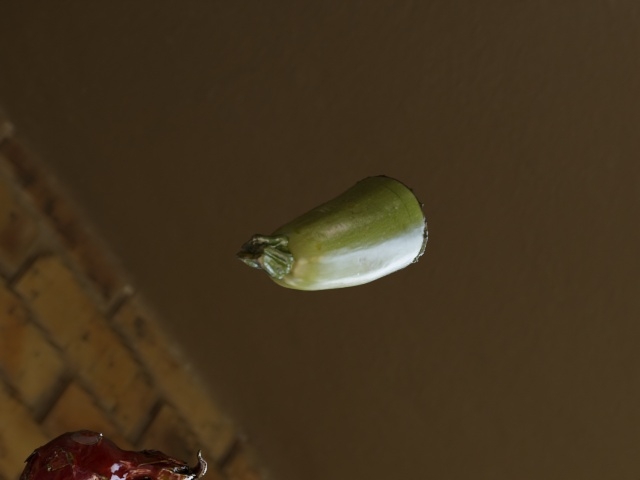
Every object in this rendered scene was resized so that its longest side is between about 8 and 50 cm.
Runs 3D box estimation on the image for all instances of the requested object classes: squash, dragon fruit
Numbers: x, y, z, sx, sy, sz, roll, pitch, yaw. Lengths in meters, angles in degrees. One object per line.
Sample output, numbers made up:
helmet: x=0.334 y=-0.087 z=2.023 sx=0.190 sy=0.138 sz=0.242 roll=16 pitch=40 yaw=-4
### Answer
squash: x=0.000 y=0.000 z=1.686 sx=0.094 sy=0.224 sz=0.094 roll=8 pitch=-76 yaw=34
dragon fruit: x=-0.207 y=0.222 z=1.837 sx=0.190 sy=0.094 sz=0.094 roll=-14 pitch=-49 yaw=-13
